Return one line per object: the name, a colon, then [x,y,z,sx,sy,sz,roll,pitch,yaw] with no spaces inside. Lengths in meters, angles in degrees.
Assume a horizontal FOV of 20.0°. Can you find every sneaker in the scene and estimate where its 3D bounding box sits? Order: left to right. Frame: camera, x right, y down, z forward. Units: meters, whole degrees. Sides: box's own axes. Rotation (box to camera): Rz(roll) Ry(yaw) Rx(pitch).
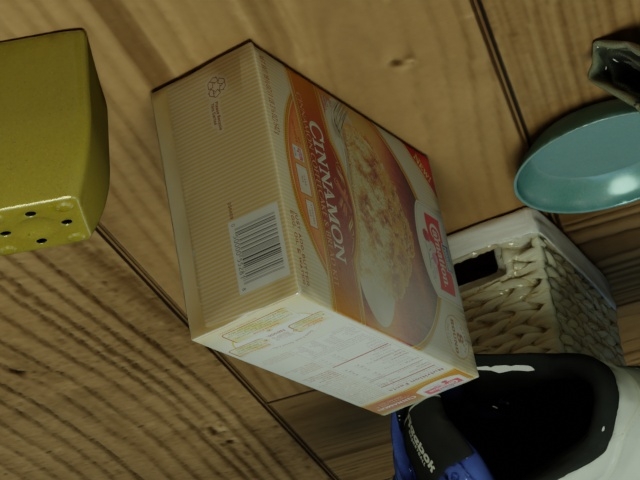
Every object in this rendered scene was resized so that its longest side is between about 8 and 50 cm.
sneaker: [0.083,0.147,1.104,0.315,0.127,0.182,-36,141,28]

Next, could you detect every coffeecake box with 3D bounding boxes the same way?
coffeecake box: [0.000,0.000,0.960,0.068,0.142,0.185,-24,152,25]

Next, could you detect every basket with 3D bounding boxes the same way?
basket: [0.130,0.066,1.195,0.113,0.103,0.167,-22,153,19]

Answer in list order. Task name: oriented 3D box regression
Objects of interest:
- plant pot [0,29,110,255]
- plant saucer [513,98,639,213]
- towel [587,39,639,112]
plant pot: [-0.144,-0.041,0.883,0.081,0.083,0.081,-10,154,-2]
plant saucer: [0.169,-0.053,1.065,0.119,0.021,0.119,-10,155,-5]
towel: [0.340,-0.017,0.948,0.324,0.312,0.056,10,113,-38]
